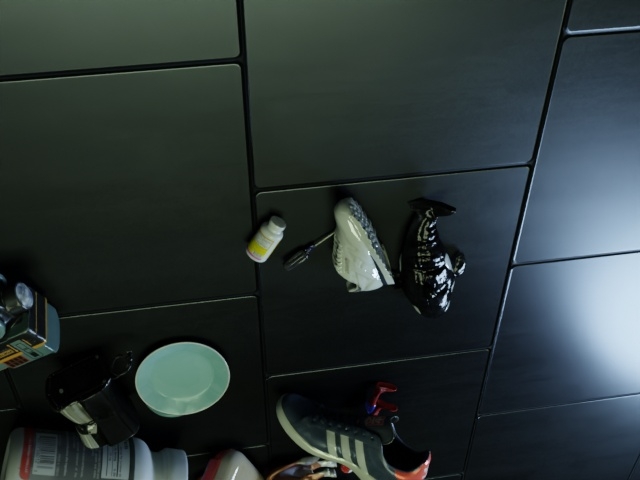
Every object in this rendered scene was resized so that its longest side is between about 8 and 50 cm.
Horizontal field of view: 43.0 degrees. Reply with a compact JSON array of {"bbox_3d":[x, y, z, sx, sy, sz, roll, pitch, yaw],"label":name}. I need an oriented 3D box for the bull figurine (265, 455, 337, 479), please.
[{"bbox_3d":[-0.021,0.633,1.986,0.188,0.101,0.310,-23,135,4],"label":"bull figurine"}]

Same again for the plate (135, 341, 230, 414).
[{"bbox_3d":[-0.277,0.274,1.637,0.188,0.024,0.188,-6,122,-9],"label":"plate"}]

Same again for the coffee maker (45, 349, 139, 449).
[{"bbox_3d":[-0.421,0.316,1.586,0.171,0.120,0.178,-9,139,8],"label":"coffee maker"}]

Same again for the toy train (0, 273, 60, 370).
[{"bbox_3d":[-0.623,0.175,1.419,0.333,0.142,0.190,-24,142,10],"label":"toy train"}]

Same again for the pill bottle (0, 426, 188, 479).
[{"bbox_3d":[-0.475,0.512,1.699,0.362,0.210,0.210,11,128,-21],"label":"pill bottle"}]

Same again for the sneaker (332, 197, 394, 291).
[{"bbox_3d":[0.060,0.018,1.449,0.094,0.090,0.235,-16,137,12],"label":"sneaker"}]

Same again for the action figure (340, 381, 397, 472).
[{"bbox_3d":[0.135,0.455,1.854,0.139,0.091,0.280,20,126,-9],"label":"action figure"}]

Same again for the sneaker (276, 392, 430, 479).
[{"bbox_3d":[0.077,0.404,1.722,0.350,0.131,0.148,32,119,-1],"label":"sneaker"}]

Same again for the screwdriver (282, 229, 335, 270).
[{"bbox_3d":[0.000,0.000,1.474,0.170,0.025,0.024,-38,128,10],"label":"screwdriver"}]

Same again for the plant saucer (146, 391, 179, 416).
[{"bbox_3d":[-0.309,0.337,1.705,0.119,0.021,0.119,-6,132,-7],"label":"plant saucer"}]

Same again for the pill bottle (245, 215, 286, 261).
[{"bbox_3d":[-0.094,-0.004,1.427,0.043,0.043,0.083,20,124,-27],"label":"pill bottle"}]

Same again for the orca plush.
[{"bbox_3d":[0.216,0.059,1.512,0.151,0.102,0.287,-1,132,-12],"label":"orca plush"}]

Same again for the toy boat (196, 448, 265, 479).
[{"bbox_3d":[-0.228,0.584,1.890,0.151,0.151,0.231,1,139,29],"label":"toy boat"}]
